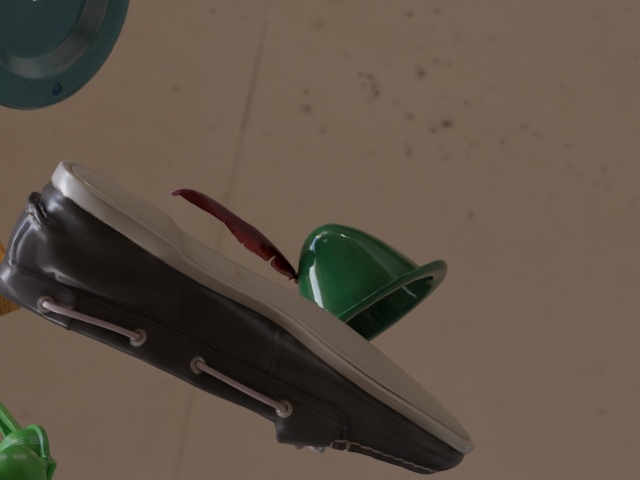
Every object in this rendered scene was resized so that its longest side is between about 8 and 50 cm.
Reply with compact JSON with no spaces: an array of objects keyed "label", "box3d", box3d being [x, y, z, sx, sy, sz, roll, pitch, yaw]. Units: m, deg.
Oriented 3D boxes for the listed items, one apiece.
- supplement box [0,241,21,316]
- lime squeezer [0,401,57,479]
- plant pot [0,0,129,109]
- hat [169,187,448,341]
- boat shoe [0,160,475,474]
[{"label":"supplement box","box3d":[-0.451,0.073,1.763,0.078,0.233,0.080,55,157,31]},{"label":"lime squeezer","box3d":[-0.261,0.176,1.259,0.310,0.109,0.059,-53,-34,-82]},{"label":"plant pot","box3d":[-0.300,-0.221,1.269,0.271,0.255,0.272,-30,-49,-42]},{"label":"hat","box3d":[0.000,0.000,1.520,0.184,0.173,0.208,56,-178,13]},{"label":"boat shoe","box3d":[-0.056,0.073,1.049,0.095,0.335,0.112,-55,11,9]}]
